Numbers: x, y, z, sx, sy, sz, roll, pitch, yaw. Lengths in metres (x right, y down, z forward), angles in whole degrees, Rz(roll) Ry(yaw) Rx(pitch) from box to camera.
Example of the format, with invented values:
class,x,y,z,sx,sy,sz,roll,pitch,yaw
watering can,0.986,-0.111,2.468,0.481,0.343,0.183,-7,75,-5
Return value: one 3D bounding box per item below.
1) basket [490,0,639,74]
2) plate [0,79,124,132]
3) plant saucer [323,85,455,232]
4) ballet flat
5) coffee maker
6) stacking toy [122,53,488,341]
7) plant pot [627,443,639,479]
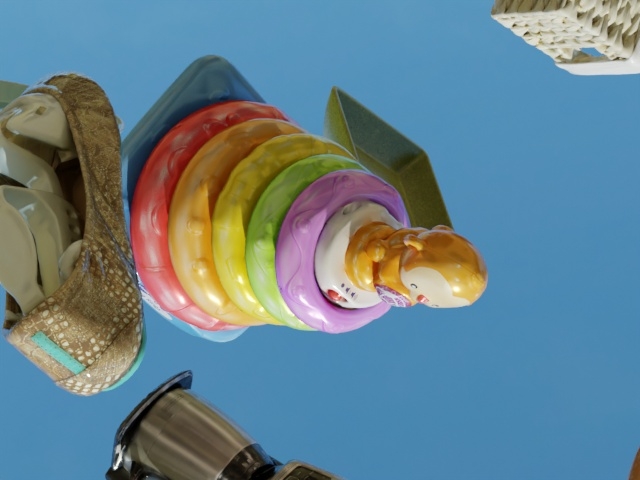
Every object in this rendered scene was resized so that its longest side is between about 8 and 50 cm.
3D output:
class,x,y,z,sx,sy,sz,roll,pitch,yaw
basket,0.227,-0.231,1.388,0.113,0.103,0.167,9,-103,60
plate,-0.270,-0.112,1.522,0.188,0.024,0.188,12,-166,-3
plant saucer,0.071,-0.050,1.816,0.045,0.188,0.188,-32,-127,22
ballet flat,-0.127,-0.021,0.790,0.073,0.067,0.206,-40,-136,18
coffee maker,-0.065,0.209,1.326,0.178,0.171,0.120,31,-112,21
stacking toy,0.000,0.000,1.103,0.302,0.175,0.166,17,-114,51
plant pot,0.290,0.157,0.853,0.291,0.203,0.291,-45,-154,30
